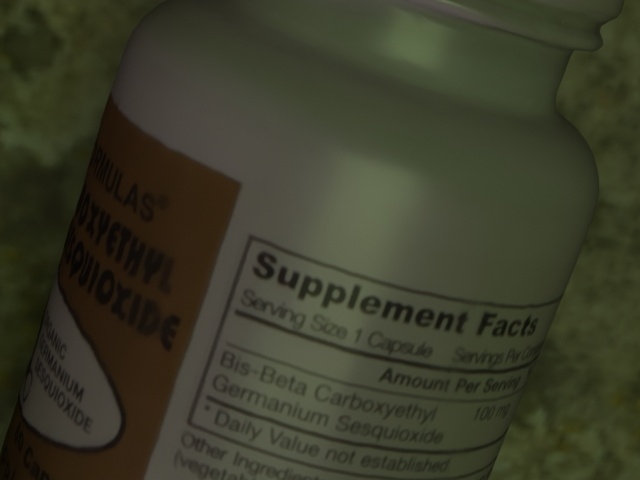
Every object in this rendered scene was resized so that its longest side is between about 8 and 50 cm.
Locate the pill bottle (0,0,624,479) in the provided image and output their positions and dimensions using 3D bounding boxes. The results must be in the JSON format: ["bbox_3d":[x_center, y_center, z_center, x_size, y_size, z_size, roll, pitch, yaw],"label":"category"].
[{"bbox_3d":[0.000,0.000,0.379,0.131,0.131,0.229,16,105,-16],"label":"pill bottle"}]
